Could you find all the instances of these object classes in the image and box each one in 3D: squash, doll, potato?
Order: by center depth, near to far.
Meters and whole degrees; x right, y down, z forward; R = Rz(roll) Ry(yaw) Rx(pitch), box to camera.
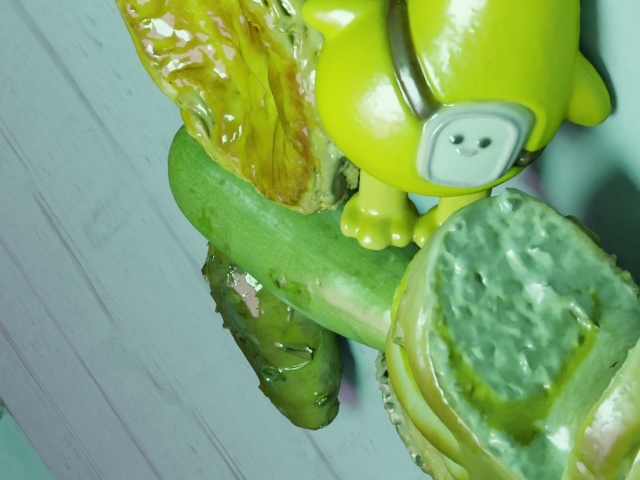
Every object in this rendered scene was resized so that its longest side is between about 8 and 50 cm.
[{"bbox_3d":[0.086,-0.133,1.101,0.199,0.145,0.363,10,136,4],"label":"doll"},{"bbox_3d":[-0.007,0.001,1.444,0.370,0.118,0.118,42,155,42],"label":"squash"},{"bbox_3d":[-0.038,0.079,1.682,0.117,0.090,0.225,17,135,58],"label":"potato"}]

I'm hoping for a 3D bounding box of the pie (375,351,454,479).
[{"bbox_3d":[0.138,0.161,1.478,0.274,0.055,0.274,44,155,27],"label":"pie"}]

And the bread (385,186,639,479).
[{"bbox_3d":[0.188,0.121,1.107,0.333,0.160,0.333,32,156,16],"label":"bread"}]

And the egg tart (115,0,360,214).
[{"bbox_3d":[-0.043,-0.160,1.327,0.295,0.116,0.295,47,157,27],"label":"egg tart"}]
